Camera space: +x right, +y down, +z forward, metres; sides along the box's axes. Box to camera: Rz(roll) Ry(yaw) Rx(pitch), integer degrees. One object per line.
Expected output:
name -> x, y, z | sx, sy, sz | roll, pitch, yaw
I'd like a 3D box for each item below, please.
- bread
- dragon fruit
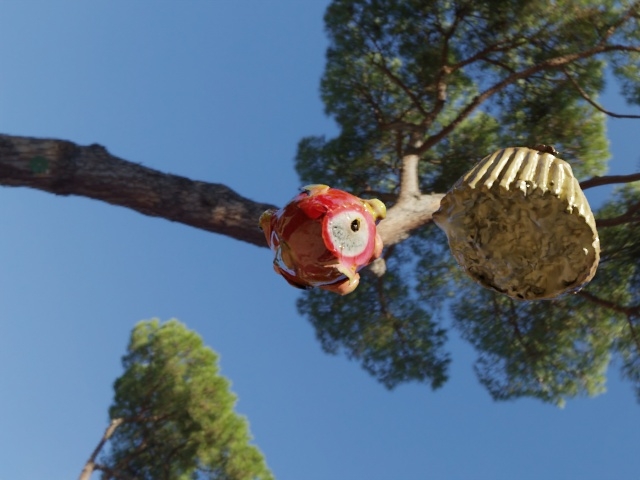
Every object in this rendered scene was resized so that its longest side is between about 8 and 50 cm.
bread -> 0.329, -0.023, 1.202 | 0.274, 0.149, 0.274 | 21, -36, 16
dragon fruit -> 0.003, -0.003, 1.413 | 0.227, 0.224, 0.224 | 6, -81, 59
